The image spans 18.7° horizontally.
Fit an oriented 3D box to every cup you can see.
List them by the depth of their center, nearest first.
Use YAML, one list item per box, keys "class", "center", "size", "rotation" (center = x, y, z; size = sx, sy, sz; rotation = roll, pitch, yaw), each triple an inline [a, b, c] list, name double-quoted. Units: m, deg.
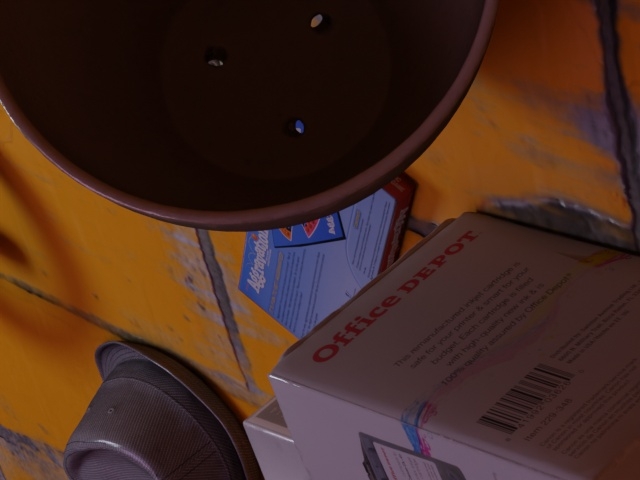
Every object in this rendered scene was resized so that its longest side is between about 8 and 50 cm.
- class: "cup"
  center: [-0.043, -0.147, 1.290]
  size: [0.331, 0.331, 0.237]
  rotation: [44, 175, 12]

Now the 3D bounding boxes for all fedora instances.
- class: "fedora"
  center: [-0.189, 0.233, 2.069]
  size: [0.275, 0.124, 0.243]
  rotation: [3, 126, 53]

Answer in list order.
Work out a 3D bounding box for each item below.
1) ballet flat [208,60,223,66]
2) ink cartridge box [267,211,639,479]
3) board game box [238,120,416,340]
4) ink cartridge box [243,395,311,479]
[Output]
- class: "ballet flat"
  center: [-0.082, -0.176, 1.515]
  size: [0.070, 0.070, 0.188]
  rotation: [21, 139, 42]
- class: "ink cartridge box"
  center: [0.153, 0.111, 1.346]
  size: [0.306, 0.226, 0.131]
  rotation: [16, 134, 48]
- class: "board game box"
  center: [0.000, 0.000, 1.638]
  size: [0.145, 0.027, 0.281]
  rotation: [39, 149, 18]
- class: "ink cartridge box"
  center: [0.081, 0.286, 1.811]
  size: [0.296, 0.066, 0.261]
  rotation: [14, 134, 47]
